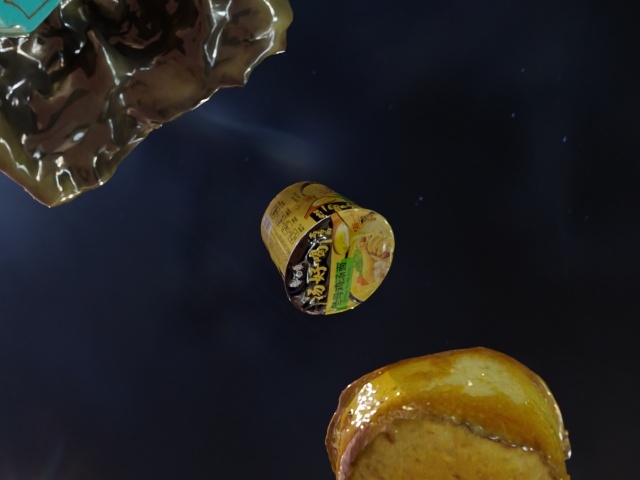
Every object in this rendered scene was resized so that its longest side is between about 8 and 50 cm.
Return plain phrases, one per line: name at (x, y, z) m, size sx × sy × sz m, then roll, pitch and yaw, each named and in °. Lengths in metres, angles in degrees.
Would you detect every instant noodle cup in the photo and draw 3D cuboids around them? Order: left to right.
instant noodle cup at (0.000, 0.000, 0.889) m, size 0.122 × 0.151 × 0.152 m, roll 48°, pitch -20°, yaw 45°

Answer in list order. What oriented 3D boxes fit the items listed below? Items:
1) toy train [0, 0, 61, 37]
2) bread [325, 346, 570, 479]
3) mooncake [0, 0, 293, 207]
toy train at (-0.251, -0.242, 0.521) m, size 0.112 × 0.203 × 0.163 m, roll 2°, pitch -48°, yaw 11°
bread at (0.134, 0.245, 0.759) m, size 0.268 × 0.146 × 0.269 m, roll 3°, pitch -73°, yaw 8°
mooncake at (-0.245, -0.243, 0.837) m, size 0.393 × 0.394 × 0.246 m, roll -7°, pitch -38°, yaw 23°
